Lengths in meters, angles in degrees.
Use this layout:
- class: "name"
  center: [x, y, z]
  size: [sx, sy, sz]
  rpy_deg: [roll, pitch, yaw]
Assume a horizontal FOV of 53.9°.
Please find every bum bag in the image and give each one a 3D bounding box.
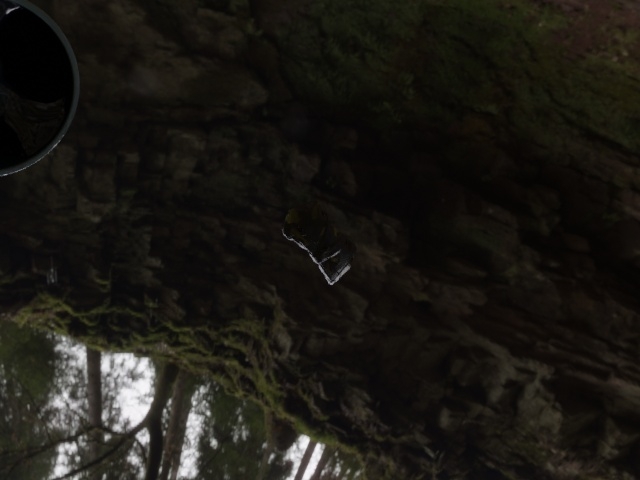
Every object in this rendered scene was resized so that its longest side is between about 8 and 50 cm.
- class: "bum bag"
  center: [0.000, 0.000, 1.355]
  size: [0.107, 0.232, 0.060]
  rpy_deg: [-50, -138, -12]

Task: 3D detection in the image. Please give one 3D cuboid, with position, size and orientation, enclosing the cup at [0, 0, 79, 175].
- class: "cup"
  center: [-0.559, -0.243, 0.966]
  size: [0.256, 0.331, 0.311]
  rpy_deg: [-26, -136, -37]
